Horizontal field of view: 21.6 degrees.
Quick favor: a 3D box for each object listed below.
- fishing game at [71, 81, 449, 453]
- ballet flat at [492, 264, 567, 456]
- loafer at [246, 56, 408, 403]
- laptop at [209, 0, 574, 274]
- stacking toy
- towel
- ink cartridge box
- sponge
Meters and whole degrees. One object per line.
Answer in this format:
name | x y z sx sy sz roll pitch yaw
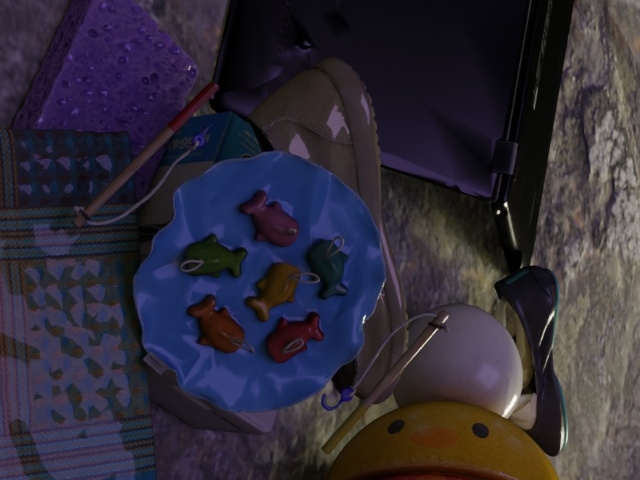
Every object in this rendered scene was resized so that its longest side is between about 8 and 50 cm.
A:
fishing game | -0.040 0.032 1.158 0.189 0.041 0.264 -44 112 -7
ballet flat | 0.195 0.122 1.617 0.074 0.074 0.203 -30 122 -46
loafer | 0.000 0.000 1.240 0.092 0.102 0.269 -14 108 -13
laptop | 0.094 -0.208 1.549 0.408 0.236 0.382 59 41 -69
stacking toy | 0.091 0.253 1.374 0.350 0.350 0.480 45 37 -39
towel | -0.228 0.110 1.087 0.271 0.040 0.370 -1 84 -38
ink cartridge box | -0.080 0.027 1.279 0.148 0.086 0.203 40 60 -40
sponge | -0.167 -0.076 1.225 0.117 0.031 0.210 43 57 -40
